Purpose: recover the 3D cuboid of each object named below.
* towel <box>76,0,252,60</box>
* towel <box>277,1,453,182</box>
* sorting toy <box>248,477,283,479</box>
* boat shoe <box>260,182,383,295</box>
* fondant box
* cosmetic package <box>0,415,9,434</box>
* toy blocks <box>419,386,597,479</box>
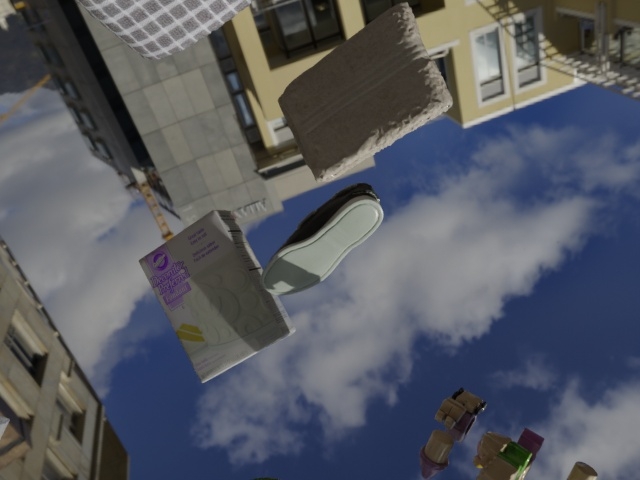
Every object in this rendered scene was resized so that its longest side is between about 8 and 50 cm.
[{"bbox_3d":[-0.130,-0.309,0.489,0.283,0.235,0.121,-23,-122,21],"label":"towel"},{"bbox_3d":[0.065,-0.234,0.935,0.282,0.187,0.049,-27,175,31],"label":"towel"},{"bbox_3d":[-0.102,0.420,0.767,0.365,0.127,0.126,-6,-160,1],"label":"sorting toy"},{"bbox_3d":[0.000,0.000,1.137,0.302,0.114,0.091,-34,-150,18],"label":"boat shoe"},{"bbox_3d":[-0.243,0.128,1.310,0.238,0.330,0.096,-32,172,16],"label":"fondant box"},{"bbox_3d":[-0.632,0.320,0.855,0.385,0.217,0.156,-26,-139,63],"label":"cosmetic package"},{"bbox_3d":[0.307,0.500,1.061,0.309,0.260,0.288,29,-161,32],"label":"toy blocks"}]
